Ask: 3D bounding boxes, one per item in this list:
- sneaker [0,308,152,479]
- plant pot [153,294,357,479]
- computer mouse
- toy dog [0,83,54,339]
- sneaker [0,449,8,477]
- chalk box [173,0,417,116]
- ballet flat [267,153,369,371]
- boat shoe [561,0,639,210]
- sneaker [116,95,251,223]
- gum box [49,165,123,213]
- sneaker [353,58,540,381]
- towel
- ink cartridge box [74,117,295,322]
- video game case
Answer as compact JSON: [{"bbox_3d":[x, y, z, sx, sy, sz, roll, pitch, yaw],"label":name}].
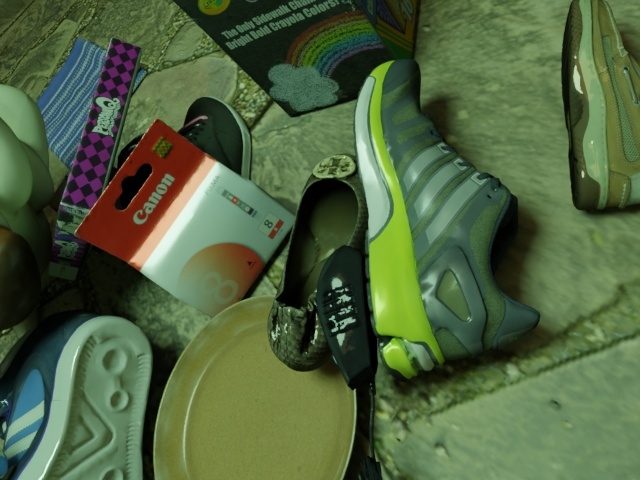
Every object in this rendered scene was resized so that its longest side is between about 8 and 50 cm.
[{"bbox_3d":[-0.305,0.238,0.558,0.236,0.130,0.323,-10,65,43],"label":"sneaker"},{"bbox_3d":[-0.063,0.168,0.472,0.236,0.032,0.236,-17,58,28],"label":"plant pot"},{"bbox_3d":[0.026,0.123,0.381,0.041,0.071,0.242,-7,76,10],"label":"computer mouse"},{"bbox_3d":[-0.469,0.004,0.584,0.408,0.284,0.396,-146,48,-60],"label":"toy dog"},{"bbox_3d":[-0.355,0.266,0.427,0.080,0.081,0.211,28,85,48],"label":"sneaker"},{"bbox_3d":[-0.034,-0.305,0.537,0.180,0.289,0.179,-7,62,32],"label":"chalk box"},{"bbox_3d":[0.000,0.000,0.477,0.084,0.058,0.250,-2,52,25],"label":"ballet flat"},{"bbox_3d":[0.237,-0.114,0.400,0.072,0.068,0.190,-2,74,21],"label":"boat shoe"},{"bbox_3d":[-0.170,-0.114,0.626,0.104,0.147,0.296,-29,51,22],"label":"sneaker"},{"bbox_3d":[-0.344,-0.066,0.778,0.188,0.062,0.107,26,82,41],"label":"gum box"},{"bbox_3d":[0.101,-0.036,0.432,0.121,0.111,0.300,-10,65,15],"label":"sneaker"},{"bbox_3d":[-0.502,-0.297,1.034,0.336,0.040,0.243,33,88,42],"label":"towel"},{"bbox_3d":[-0.130,-0.015,0.520,0.145,0.179,0.045,-55,37,-3],"label":"ink cartridge box"},{"bbox_3d":[-0.280,-0.092,0.617,0.210,0.041,0.232,-38,43,52],"label":"video game case"}]
